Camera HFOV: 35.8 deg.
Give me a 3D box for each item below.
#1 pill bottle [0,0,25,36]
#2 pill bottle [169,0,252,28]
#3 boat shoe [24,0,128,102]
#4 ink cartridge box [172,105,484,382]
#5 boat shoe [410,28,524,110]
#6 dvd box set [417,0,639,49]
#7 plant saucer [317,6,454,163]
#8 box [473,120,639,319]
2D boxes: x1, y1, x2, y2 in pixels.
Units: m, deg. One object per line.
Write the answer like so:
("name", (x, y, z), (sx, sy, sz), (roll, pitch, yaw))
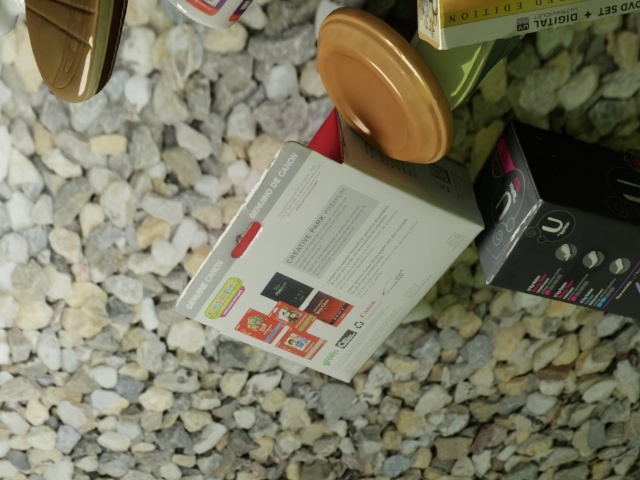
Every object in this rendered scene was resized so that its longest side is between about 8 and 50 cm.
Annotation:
("pill bottle", (-0.373, -0.251, 1.009), (0.184, 0.103, 0.103), (-11, 131, 3))
("pill bottle", (-0.075, -0.315, 0.983), (0.108, 0.108, 0.193), (29, 122, -27))
("boat shoe", (-0.196, -0.300, 0.946), (0.123, 0.123, 0.342), (-13, 118, -47))
("ink cartridge box", (0.000, 0.000, 1.246), (0.271, 0.130, 0.309), (24, 124, -22))
("boat shoe", (0.196, -0.278, 1.069), (0.116, 0.099, 0.319), (37, 111, 9))
("dvd box set", (0.224, -0.402, 0.877), (0.307, 0.062, 0.421), (-13, 120, -12))
("plant saucer", (0.062, -0.160, 1.081), (0.037, 0.200, 0.200), (-40, 132, -17))
("box", (0.340, -0.018, 1.243), (0.270, 0.165, 0.143), (13, 128, -17))
